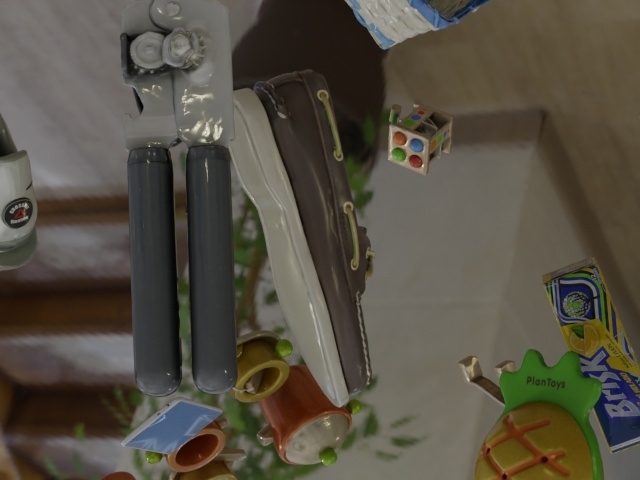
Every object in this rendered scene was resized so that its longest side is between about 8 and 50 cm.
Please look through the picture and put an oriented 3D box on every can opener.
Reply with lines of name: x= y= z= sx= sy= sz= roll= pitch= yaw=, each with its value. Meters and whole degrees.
can opener: x=-0.091 y=-0.035 z=0.910 sx=0.074 sy=0.280 sz=0.093 roll=-3 pitch=164 yaw=-3

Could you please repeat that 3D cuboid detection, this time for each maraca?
maraca: x=0.189 y=0.186 z=1.172 sx=0.127 sy=0.186 sz=0.099 roll=0 pitch=169 yaw=43

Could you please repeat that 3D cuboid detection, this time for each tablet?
tablet: x=-0.105 y=0.132 z=0.971 sx=0.054 sy=0.006 sz=0.083 roll=-38 pitch=160 yaw=6

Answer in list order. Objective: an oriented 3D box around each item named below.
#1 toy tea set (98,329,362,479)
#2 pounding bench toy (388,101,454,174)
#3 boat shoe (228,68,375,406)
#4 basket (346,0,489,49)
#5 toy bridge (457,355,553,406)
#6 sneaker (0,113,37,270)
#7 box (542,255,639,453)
toy tea set: x=-0.108 y=0.260 z=1.570 sx=0.336 sy=0.124 sz=0.200 roll=-45 pitch=144 yaw=13
pounding bench toy: x=0.101 y=-0.122 z=1.577 sx=0.083 sy=0.065 sz=0.052 roll=24 pitch=135 yaw=26
boat shoe: x=0.000 y=0.000 z=1.300 sx=0.116 sy=0.096 sz=0.324 roll=15 pitch=125 yaw=66
basket: x=0.144 y=-0.415 z=1.863 sx=0.289 sy=0.201 sz=0.255 roll=-21 pitch=112 yaw=49
toy bridge: x=0.246 y=0.188 z=1.767 sx=0.188 sy=0.026 sz=0.063 roll=0 pitch=114 yaw=61
sneaker: x=-0.394 y=-0.117 z=1.390 sx=0.330 sy=0.122 sz=0.146 roll=34 pitch=128 yaw=27
box: x=0.257 y=0.104 z=1.247 sx=0.054 sy=0.169 sz=0.059 roll=-22 pitch=-177 yaw=10
